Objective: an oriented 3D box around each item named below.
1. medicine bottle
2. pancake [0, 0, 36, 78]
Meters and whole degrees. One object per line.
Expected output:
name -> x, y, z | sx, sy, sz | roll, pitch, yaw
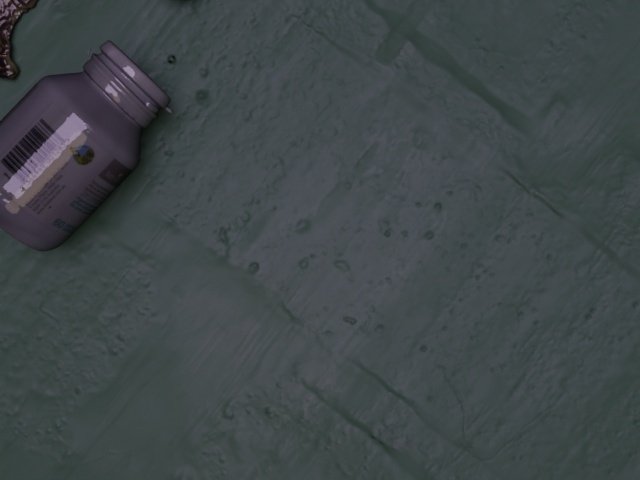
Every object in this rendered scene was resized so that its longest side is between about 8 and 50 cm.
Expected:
medicine bottle -> -0.266, -0.105, 0.935 | 0.135, 0.135, 0.215 | 44, 89, 2
pancake -> -0.341, -0.288, 0.999 | 0.190, 0.020, 0.184 | -22, 88, 1
